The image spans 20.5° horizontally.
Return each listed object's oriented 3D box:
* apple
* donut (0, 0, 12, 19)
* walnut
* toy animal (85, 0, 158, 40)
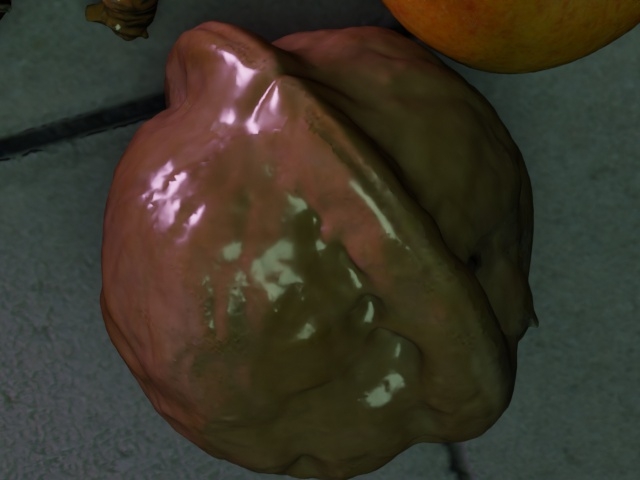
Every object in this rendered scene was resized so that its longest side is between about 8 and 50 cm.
[{"bbox_3d":[0.159,-0.273,1.334,0.299,0.275,0.299,-1,106,-4],"label":"apple"},{"bbox_3d":[-0.369,-0.237,1.398,0.269,0.103,0.270,-2,114,-5],"label":"donut"},{"bbox_3d":[-0.002,0.012,1.387,0.383,0.383,0.384,-1,112,-4],"label":"walnut"},{"bbox_3d":[-0.136,-0.286,1.399,0.116,0.114,0.255,17,99,-34],"label":"toy animal"}]
